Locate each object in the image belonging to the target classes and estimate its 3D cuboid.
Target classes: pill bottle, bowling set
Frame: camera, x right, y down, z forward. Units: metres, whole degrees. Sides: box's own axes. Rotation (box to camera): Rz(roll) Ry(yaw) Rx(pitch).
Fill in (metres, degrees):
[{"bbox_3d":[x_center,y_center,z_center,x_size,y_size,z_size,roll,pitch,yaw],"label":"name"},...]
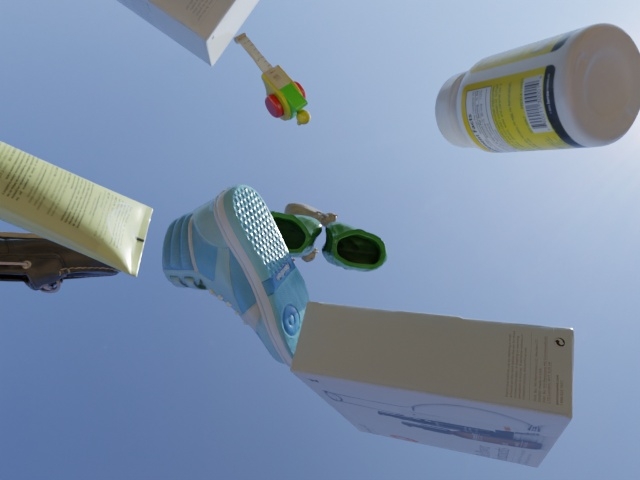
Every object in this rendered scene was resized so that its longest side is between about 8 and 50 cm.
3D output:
[{"bbox_3d":[0.235,-0.162,0.563,0.119,0.119,0.208,-34,-161,-17],"label":"pill bottle"},{"bbox_3d":[-0.091,0.034,1.291,0.287,0.154,0.199,-18,-113,46],"label":"bowling set"}]

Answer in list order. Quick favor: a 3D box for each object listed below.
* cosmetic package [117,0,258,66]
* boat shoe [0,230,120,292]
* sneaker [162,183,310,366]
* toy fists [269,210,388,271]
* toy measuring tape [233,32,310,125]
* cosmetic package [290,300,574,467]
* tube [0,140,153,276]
[{"bbox_3d":[-0.233,-0.490,0.891,0.225,0.138,0.224,34,-94,-5],"label":"cosmetic package"},{"bbox_3d":[-0.441,0.035,0.658,0.335,0.112,0.095,11,-108,-31],"label":"boat shoe"},{"bbox_3d":[-0.149,0.079,0.835,0.208,0.318,0.127,-17,-171,27],"label":"sneaker"},{"bbox_3d":[0.000,0.000,0.993,0.280,0.142,0.096,12,-98,-2],"label":"toy fists"},{"bbox_3d":[-0.142,-0.454,1.425,0.121,0.121,0.330,-37,-100,-18],"label":"toy measuring tape"},{"bbox_3d":[0.157,0.207,0.656,0.285,0.377,0.097,5,-118,22],"label":"cosmetic package"},{"bbox_3d":[-0.267,-0.045,0.430,0.062,0.240,0.070,11,-103,57],"label":"tube"}]
